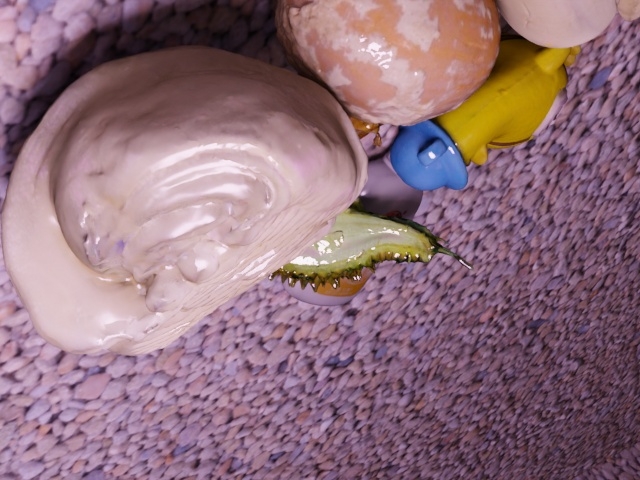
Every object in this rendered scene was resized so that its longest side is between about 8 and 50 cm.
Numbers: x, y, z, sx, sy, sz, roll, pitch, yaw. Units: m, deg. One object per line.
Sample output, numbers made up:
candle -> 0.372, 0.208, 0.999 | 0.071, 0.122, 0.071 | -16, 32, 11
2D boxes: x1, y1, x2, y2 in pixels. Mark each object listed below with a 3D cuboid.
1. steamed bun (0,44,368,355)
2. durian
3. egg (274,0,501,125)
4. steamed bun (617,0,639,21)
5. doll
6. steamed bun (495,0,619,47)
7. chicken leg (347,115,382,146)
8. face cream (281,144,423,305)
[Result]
steamed bun -> -0.146, -0.053, 1.097 | 0.339, 0.247, 0.352 | -38, 174, 18
durian -> 0.001, 0.004, 1.411 | 0.375, 0.106, 0.132 | -1, 98, -12
egg -> 0.074, -0.217, 1.158 | 0.245, 0.203, 0.203 | 11, 124, -30
steamed bun -> 0.388, -0.370, 1.427 | 0.177, 0.106, 0.192 | -12, 130, -34
doll -> 0.203, -0.167, 1.360 | 0.199, 0.145, 0.363 | -42, 179, 41
steamed bun -> 0.228, -0.342, 1.191 | 0.200, 0.155, 0.250 | 39, 55, -58
chicken leg -> 0.025, -0.128, 1.341 | 0.085, 0.101, 0.207 | 22, 127, -24
face cream -> 0.066, -0.038, 1.513 | 0.144, 0.071, 0.291 | 8, 124, -49
